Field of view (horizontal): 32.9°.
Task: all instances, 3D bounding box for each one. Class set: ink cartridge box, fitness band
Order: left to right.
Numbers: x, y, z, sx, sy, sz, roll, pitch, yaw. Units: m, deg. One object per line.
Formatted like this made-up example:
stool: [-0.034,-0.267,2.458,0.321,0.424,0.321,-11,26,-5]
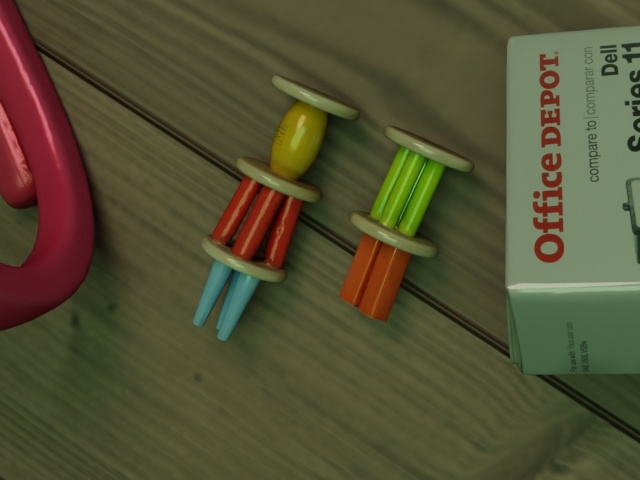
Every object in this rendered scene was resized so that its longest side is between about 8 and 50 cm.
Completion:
fitness band: [-0.212,-0.090,0.560,0.054,0.209,0.291,-26,89,13]
ink cartridge box: [0.190,-0.022,0.499,0.208,0.087,0.153,-3,57,14]

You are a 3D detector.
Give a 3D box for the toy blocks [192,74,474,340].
toy blocks: [0.000,0.000,0.597,0.123,0.054,0.148,26,100,11]
